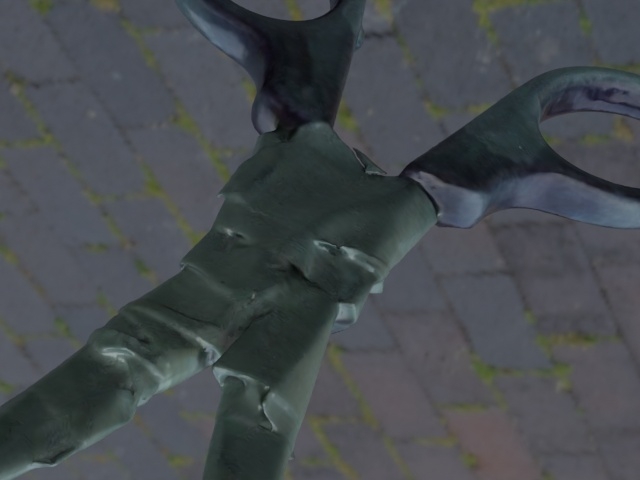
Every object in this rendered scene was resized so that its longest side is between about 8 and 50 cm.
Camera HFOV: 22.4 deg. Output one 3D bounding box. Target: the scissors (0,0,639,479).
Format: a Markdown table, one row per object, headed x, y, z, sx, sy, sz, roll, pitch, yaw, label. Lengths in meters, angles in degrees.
| x | y | z | sx | sy | sz | roll | pitch | yaw | label |
| --- | --- | --- | --- | --- | --- | --- | --- | --- | --- |
| 0.000 | 0.000 | 0.572 | 0.256 | 0.383 | 0.029 | 26 | 130 | 6 | scissors |
